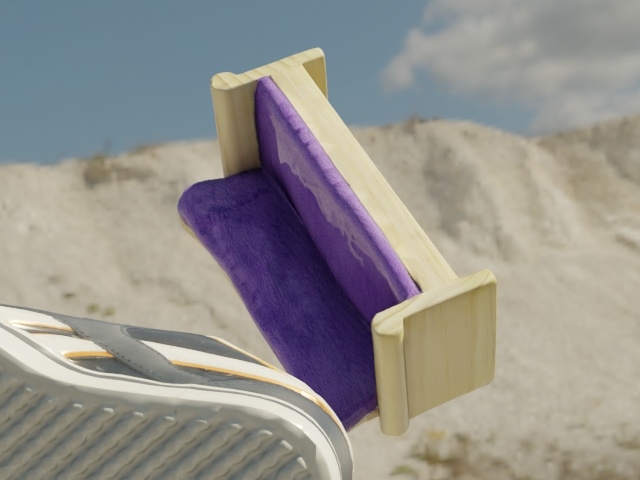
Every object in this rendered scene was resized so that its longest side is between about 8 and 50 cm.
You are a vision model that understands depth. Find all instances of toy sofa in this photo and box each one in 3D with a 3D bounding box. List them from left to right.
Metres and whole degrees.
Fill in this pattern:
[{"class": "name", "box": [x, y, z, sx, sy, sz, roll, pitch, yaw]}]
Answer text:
[{"class": "toy sofa", "box": [0.000, 0.000, 1.391, 0.177, 0.362, 0.150, -21, -40, -15]}]

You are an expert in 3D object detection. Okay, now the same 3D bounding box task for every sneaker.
[{"class": "sneaker", "box": [-0.139, 0.099, 0.802, 0.321, 0.126, 0.127, 15, 6, 9]}]
